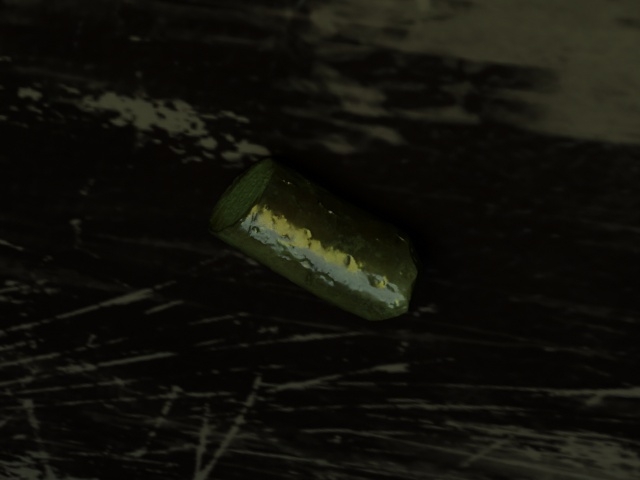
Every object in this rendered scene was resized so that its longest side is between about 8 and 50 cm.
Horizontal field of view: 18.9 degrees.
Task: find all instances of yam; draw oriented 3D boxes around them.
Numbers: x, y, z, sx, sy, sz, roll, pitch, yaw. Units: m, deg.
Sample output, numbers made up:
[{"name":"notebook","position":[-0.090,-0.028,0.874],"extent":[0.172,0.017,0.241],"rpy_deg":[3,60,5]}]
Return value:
[{"name":"yam","position":[0.000,0.000,1.273],"extent":[0.146,0.069,0.069],"rpy_deg":[28,136,-1]}]
